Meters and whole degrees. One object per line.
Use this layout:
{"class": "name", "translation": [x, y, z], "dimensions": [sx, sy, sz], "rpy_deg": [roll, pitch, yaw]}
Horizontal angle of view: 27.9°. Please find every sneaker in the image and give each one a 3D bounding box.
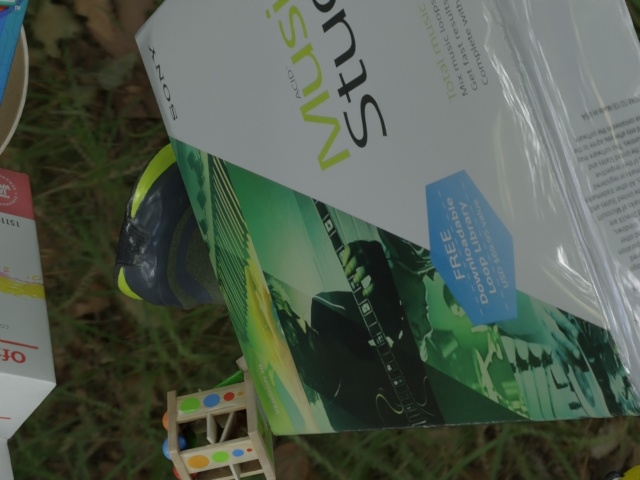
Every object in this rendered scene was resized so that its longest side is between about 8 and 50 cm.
{"class": "sneaker", "translation": [0.000, 0.000, 0.799], "dimensions": [0.121, 0.300, 0.111], "rpy_deg": [22, 106, 37]}

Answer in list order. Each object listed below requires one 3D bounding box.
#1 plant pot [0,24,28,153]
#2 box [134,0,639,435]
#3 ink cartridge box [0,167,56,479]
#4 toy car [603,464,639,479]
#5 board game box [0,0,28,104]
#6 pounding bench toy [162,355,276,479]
{"class": "plant pot", "translation": [-0.466, -0.176, 1.296], "dimensions": [0.191, 0.284, 0.284], "rpy_deg": [-1, 92, 46]}
{"class": "box", "translation": [0.021, -0.035, 0.553], "dimensions": [0.058, 0.322, 0.232], "rpy_deg": [-19, 88, -24]}
{"class": "ink cartridge box", "translation": [-0.220, 0.042, 0.734], "dimensions": [0.067, 0.115, 0.198], "rpy_deg": [-46, 46, 35]}
{"class": "toy car", "translation": [0.182, 0.304, 1.118], "dimensions": [0.239, 0.225, 0.053], "rpy_deg": [-21, 114, 34]}
{"class": "board game box", "translation": [-0.205, -0.061, 0.507], "dimensions": [0.047, 0.160, 0.210], "rpy_deg": [29, 107, 40]}
{"class": "pounding bench toy", "translation": [-0.069, 0.117, 0.849], "dimensions": [0.065, 0.083, 0.052], "rpy_deg": [-13, 132, 4]}
